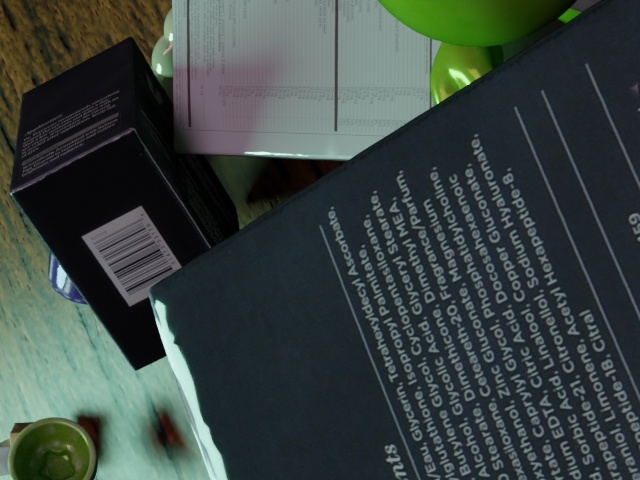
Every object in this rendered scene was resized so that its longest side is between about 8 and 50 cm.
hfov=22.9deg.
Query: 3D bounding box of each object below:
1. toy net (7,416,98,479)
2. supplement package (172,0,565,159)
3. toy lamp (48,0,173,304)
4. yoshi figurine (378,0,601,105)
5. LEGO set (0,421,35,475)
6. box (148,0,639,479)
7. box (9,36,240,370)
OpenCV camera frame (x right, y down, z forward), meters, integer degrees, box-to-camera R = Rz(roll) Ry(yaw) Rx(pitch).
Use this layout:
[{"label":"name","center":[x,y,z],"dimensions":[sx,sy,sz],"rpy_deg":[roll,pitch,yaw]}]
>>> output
[{"label":"toy net","center":[-0.168,0.246,1.190],"dimensions":[0.232,0.122,0.045],"rpy_deg":[44,161,17]},{"label":"supplement package","center":[0.040,-0.117,0.973],"dimensions":[0.244,0.134,0.139],"rpy_deg":[6,98,40]},{"label":"toy lamp","center":[-0.134,-0.076,1.162],"dimensions":[0.080,0.080,0.274],"rpy_deg":[39,116,30]},{"label":"yoshi figurine","center":[0.122,-0.143,0.740],"dimensions":[0.203,0.362,0.203],"rpy_deg":[18,98,48]},{"label":"LEGO set","center":[-0.212,0.292,1.254],"dimensions":[0.107,0.132,0.287],"rpy_deg":[1,66,23]},{"label":"box","center":[0.169,0.028,0.779],"dimensions":[0.395,0.293,0.212],"rpy_deg":[-31,75,37]},{"label":"box","center":[-0.125,-0.026,1.054],"dimensions":[0.093,0.158,0.156],"rpy_deg":[-26,118,8]}]
